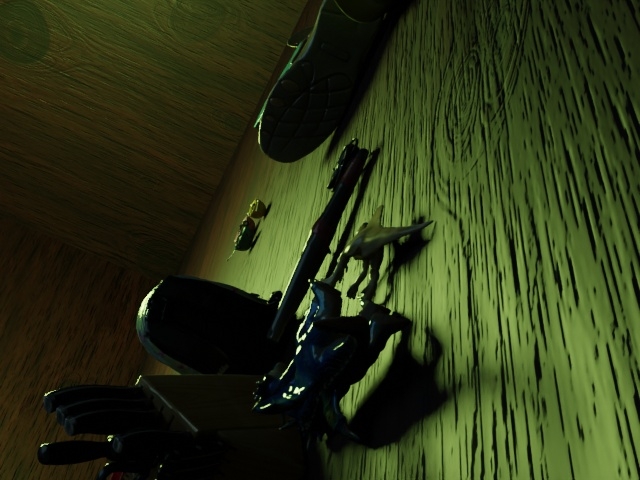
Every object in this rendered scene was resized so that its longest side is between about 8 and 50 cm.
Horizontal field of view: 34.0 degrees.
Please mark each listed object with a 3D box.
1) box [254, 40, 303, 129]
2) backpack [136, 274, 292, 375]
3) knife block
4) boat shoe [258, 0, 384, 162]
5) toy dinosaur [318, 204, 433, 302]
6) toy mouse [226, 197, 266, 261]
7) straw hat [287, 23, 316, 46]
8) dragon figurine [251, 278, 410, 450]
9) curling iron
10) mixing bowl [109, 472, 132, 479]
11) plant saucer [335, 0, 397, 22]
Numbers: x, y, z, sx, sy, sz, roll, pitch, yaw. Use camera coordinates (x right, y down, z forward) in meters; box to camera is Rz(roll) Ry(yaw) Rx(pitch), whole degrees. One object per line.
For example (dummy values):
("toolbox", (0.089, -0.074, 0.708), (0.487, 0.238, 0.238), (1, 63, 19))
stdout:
("box", (-0.035, -0.257, 1.889), (0.060, 0.100, 0.244), (-69, 10, -25))
("backpack", (-0.143, 0.120, 1.324), (0.115, 0.182, 0.152), (135, 156, -65))
("knife block", (-0.141, 0.179, 0.996), (0.088, 0.242, 0.276), (-63, 10, 12))
("boat shoe", (0.007, -0.270, 1.685), (0.324, 0.123, 0.116), (-57, 4, 13))
("toy dinosaur", (0.043, 0.008, 0.978), (0.092, 0.053, 0.183), (-66, 9, -6))
("toy mouse", (-0.149, -0.016, 2.126), (0.143, 0.031, 0.161), (-66, 9, 1))
("straw hat", (0.005, -0.383, 2.070), (0.144, 0.144, 0.061), (-86, -20, -64))
("dragon figurine", (0.002, 0.112, 0.840), (0.289, 0.085, 0.144), (-168, 99, -85))
("curling iron", (0.000, 0.000, 1.280), (0.068, 0.035, 0.274), (132, 161, -73))
("mixing bowl", (-0.284, 0.396, 1.675), (0.181, 0.098, 0.181), (-157, 90, -80))
("plant saucer", (0.079, -0.440, 1.526), (0.037, 0.241, 0.241), (7, 67, 34))
